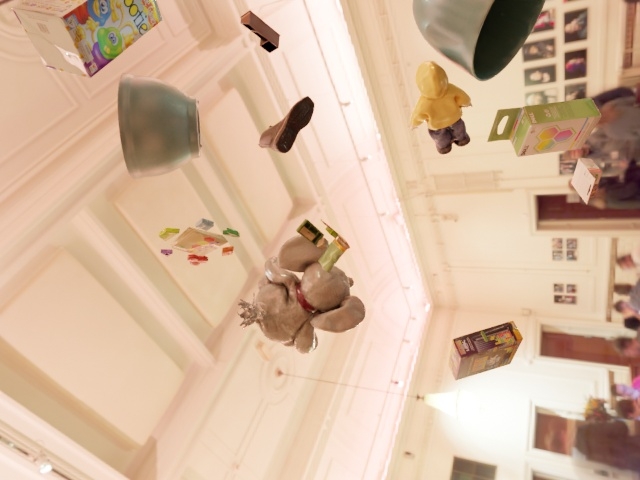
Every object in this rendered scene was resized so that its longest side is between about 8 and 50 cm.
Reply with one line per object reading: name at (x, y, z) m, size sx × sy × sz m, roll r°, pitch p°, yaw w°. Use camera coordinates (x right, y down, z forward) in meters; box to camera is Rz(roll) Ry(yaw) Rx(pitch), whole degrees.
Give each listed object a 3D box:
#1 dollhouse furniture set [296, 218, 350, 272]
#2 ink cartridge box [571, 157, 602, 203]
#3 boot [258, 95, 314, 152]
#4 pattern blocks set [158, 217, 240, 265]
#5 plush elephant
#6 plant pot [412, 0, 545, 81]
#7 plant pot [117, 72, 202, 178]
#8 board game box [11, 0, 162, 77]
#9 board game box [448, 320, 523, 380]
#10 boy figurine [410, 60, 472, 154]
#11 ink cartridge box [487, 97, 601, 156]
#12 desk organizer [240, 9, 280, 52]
dollhouse furniture set at (0.000, 0.000, 0.986) m, size 0.058 × 0.152 × 0.076 m, roll 39°, pitch -85°, yaw -26°
ink cartridge box at (0.590, -0.131, 1.001) m, size 0.115 × 0.029 × 0.063 m, roll -72°, pitch -15°, yaw -57°
boot at (-0.115, -0.369, 1.430) m, size 0.077 × 0.137 × 0.198 m, roll 43°, pitch -105°, yaw -38°
pattern blocks set at (-0.442, 0.007, 1.645) m, size 0.285 × 0.325 × 0.026 m, roll 28°, pitch -129°, yaw -48°
plush elephant at (-0.026, 0.134, 1.123) m, size 0.272 × 0.255 × 0.330 m, roll 69°, pitch -166°, yaw 11°
plant pot at (0.374, -0.582, 1.123) m, size 0.293 × 0.235 × 0.293 m, roll -35°, pitch -31°, yaw -25°
plant pot at (-0.447, -0.326, 1.313) m, size 0.293 × 0.196 × 0.293 m, roll 177°, pitch 90°, yaw -78°
board game box at (-0.524, -0.524, 1.058) m, size 0.142 × 0.144 × 0.275 m, roll 86°, pitch -152°, yaw -53°
board game box at (0.370, 0.255, 1.038) m, size 0.170 × 0.141 × 0.048 m, roll 71°, pitch -179°, yaw -55°
boy figurine at (0.322, -0.362, 1.252) m, size 0.285 × 0.177 × 0.092 m, roll 48°, pitch -156°, yaw -44°
ink cartridge box at (0.507, -0.254, 1.046) m, size 0.109 × 0.209 × 0.062 m, roll 80°, pitch -176°, yaw -60°
desk organizer at (-0.186, -0.641, 1.404) m, size 0.130 × 0.047 × 0.050 m, roll 22°, pitch -116°, yaw -46°
